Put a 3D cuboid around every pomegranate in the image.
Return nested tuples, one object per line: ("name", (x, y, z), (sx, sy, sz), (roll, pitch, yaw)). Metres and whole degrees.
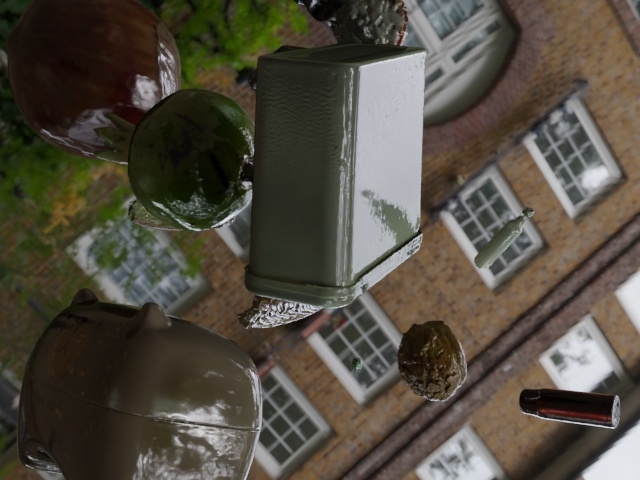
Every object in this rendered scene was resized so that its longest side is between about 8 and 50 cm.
("pomegranate", (-0.261, -0.157, 1.756), (0.340, 0.260, 0.260), (14, -137, 13))

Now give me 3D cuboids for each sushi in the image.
("sushi", (0.044, -0.414, 1.654), (0.130, 0.332, 0.124), (-42, 178, -11))

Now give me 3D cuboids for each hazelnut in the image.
("hazelnut", (-0.519, -0.388, 2.180), (0.421, 0.421, 0.353), (-50, -169, -27))

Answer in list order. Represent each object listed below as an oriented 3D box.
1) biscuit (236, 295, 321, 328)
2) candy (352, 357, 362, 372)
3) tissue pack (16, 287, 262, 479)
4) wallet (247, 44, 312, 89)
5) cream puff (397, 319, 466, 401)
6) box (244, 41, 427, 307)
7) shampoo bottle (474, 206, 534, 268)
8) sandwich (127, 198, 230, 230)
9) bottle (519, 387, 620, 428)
("biscuit", (-0.069, 0.110, 1.529), (0.176, 0.031, 0.228), (-19, 167, 21))
("candy", (0.077, 0.272, 2.036), (0.083, 0.023, 0.025), (-64, 176, -78))
("tissue pack", (-0.260, 0.226, 1.350), (0.387, 0.267, 0.277), (5, -101, 57))
("wallet", (-0.045, -0.294, 1.630), (0.118, 0.039, 0.152), (-35, 164, 34))
("cream puff", (0.190, 0.213, 1.665), (0.103, 0.144, 0.126), (-15, 170, -27))
("box", (0.036, -0.116, 1.446), (0.177, 0.344, 0.352), (11, -161, 24))
("shampoo bottle", (0.330, -0.007, 1.696), (0.141, 0.034, 0.049), (-51, 163, 28))
("sandwich", (-0.294, -0.078, 2.005), (0.128, 0.122, 0.235), (1, -173, 20))
("bottle", (0.425, 0.284, 1.632), (0.164, 0.060, 0.060), (2, -138, 31))
